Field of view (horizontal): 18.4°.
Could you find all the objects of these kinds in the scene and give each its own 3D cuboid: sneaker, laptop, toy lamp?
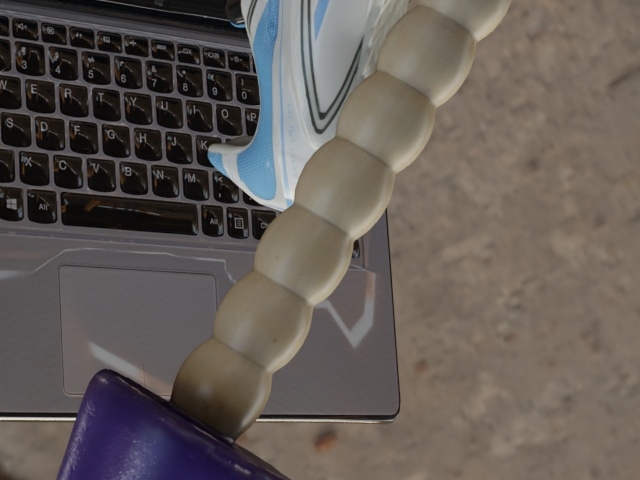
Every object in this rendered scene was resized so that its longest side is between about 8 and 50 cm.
[{"bbox_3d":[0.007,-0.124,0.813,0.086,0.085,0.237,16,106,11],"label":"sneaker"},{"bbox_3d":[-0.041,-0.108,1.156,0.382,0.408,0.236,5,167,-39],"label":"laptop"},{"bbox_3d":[0.000,0.000,0.636,0.080,0.080,0.274,36,86,-46],"label":"toy lamp"}]
